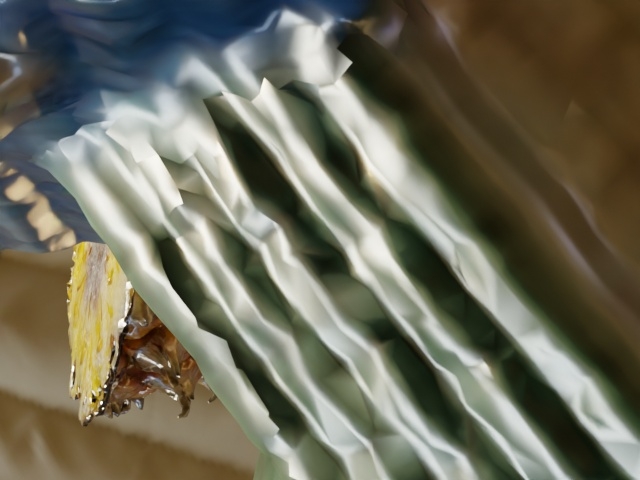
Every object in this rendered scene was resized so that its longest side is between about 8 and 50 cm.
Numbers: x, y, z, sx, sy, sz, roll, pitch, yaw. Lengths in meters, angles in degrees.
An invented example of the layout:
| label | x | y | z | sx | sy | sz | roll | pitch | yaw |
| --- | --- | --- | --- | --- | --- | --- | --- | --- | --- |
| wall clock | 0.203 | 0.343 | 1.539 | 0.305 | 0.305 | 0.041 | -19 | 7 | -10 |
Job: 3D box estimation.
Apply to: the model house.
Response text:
| label | x | y | z | sx | sy | sz | roll | pitch | yaw |
| --- | --- | --- | --- | --- | --- | --- | --- | --- | --- |
| model house | 0.028 | -0.064 | 0.663 | 0.400 | 0.395 | 0.445 | -42 | -97 | -11 |

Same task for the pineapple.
| label | x | y | z | sx | sy | sz | roll | pitch | yaw |
| --- | --- | --- | --- | --- | --- | --- | --- | --- | --- |
| pineapple | 0.000 | 0.000 | 1.164 | 0.271 | 0.262 | 0.262 | 8 | -81 | -15 |
